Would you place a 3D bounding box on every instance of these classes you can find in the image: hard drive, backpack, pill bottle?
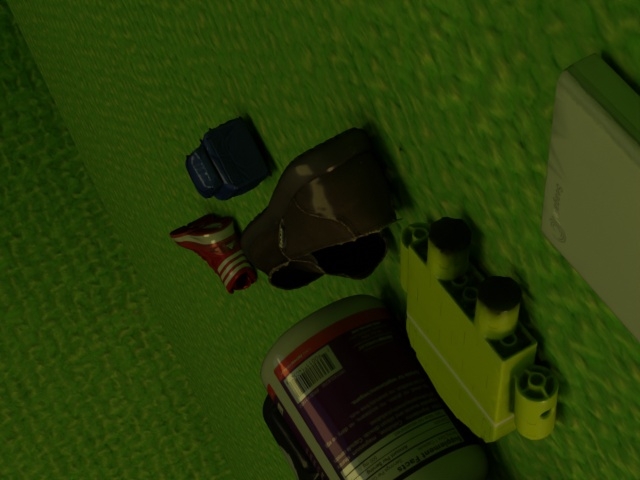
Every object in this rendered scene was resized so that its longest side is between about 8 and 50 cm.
[{"bbox_3d":[0.267,0.035,1.024,0.307,0.040,0.203,52,162,31],"label":"hard drive"},{"bbox_3d":[-0.133,-0.107,1.993,0.120,0.101,0.098,145,104,-79],"label":"backpack"},{"bbox_3d":[0.077,0.236,1.736,0.323,0.181,0.181,56,164,20],"label":"pill bottle"}]

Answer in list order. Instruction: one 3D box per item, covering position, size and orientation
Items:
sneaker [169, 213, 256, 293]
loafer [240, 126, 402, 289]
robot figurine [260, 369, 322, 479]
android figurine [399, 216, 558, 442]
[{"bbox_3d":[-0.178,0.030,2.411,0.128,0.087,0.221,66,166,-10],"label":"sneaker"},{"bbox_3d":[0.000,0.000,1.664,0.130,0.133,0.366,59,165,10],"label":"loafer"},{"bbox_3d":[0.029,0.256,1.932,0.278,0.209,0.174,57,153,28],"label":"robot figurine"},{"bbox_3d":[0.154,0.100,1.483,0.248,0.056,0.273,52,161,33],"label":"android figurine"}]
